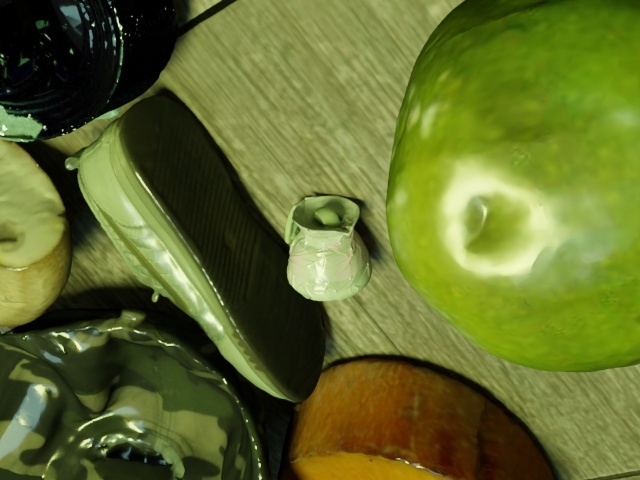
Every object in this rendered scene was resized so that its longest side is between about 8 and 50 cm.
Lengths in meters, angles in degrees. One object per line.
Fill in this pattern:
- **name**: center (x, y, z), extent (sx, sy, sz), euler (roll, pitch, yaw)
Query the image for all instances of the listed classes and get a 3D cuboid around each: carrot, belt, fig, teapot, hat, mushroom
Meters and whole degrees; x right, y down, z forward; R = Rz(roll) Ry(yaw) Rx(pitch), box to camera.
- **carrot**: center (0.082, 0.237, 1.010), extent (0.259, 0.100, 0.307), euler (11, 136, 23)
- **belt**: center (-0.191, -0.144, 0.793), extent (0.198, 0.078, 0.151), euler (-8, 111, 35)
- **fig**: center (0.196, -0.033, 0.607), extent (0.314, 0.233, 0.233), euler (10, 134, 13)
- **teapot**: center (0.000, 0.000, 0.863), extent (0.083, 0.064, 0.064), euler (35, 140, 42)
- **hat**: center (-0.161, 0.198, 1.093), extent (0.366, 0.257, 0.381), euler (23, 175, 11)
- **mushroom**: center (-0.300, 0.004, 0.957), extent (0.286, 0.156, 0.151), euler (18, 145, 28)

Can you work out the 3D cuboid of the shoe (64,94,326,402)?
- **shoe**: center (-0.089, 0.019, 0.896), extent (0.098, 0.103, 0.274), euler (-15, 115, 38)
